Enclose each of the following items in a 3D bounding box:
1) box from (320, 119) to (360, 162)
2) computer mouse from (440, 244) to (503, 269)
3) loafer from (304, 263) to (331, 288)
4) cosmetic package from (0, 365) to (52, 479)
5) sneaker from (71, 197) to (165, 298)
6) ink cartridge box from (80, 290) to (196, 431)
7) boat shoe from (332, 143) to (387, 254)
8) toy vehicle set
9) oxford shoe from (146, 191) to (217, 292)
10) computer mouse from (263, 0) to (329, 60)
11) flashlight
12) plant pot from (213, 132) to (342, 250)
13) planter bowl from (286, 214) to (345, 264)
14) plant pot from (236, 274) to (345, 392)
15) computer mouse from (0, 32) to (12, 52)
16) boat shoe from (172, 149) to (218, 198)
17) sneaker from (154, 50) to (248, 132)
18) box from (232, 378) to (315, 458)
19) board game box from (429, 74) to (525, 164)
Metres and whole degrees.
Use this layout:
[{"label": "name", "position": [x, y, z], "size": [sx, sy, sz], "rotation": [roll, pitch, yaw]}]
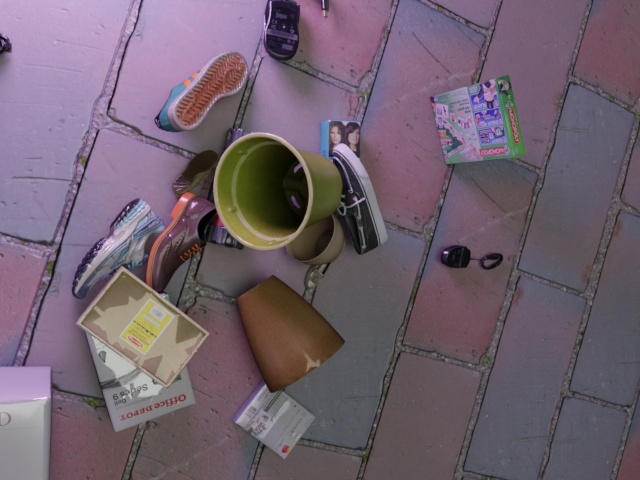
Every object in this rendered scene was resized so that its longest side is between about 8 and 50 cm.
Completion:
[{"label": "box", "position": [0.055, -0.210, 1.841], "size": [0.101, 0.060, 0.244], "rotation": [-1, 94, -22]}, {"label": "computer mouse", "position": [0.466, 0.053, 2.042], "size": [0.242, 0.041, 0.071], "rotation": [6, 99, -29]}, {"label": "loafer", "position": [-0.001, 0.081, 1.845], "size": [0.045, 0.039, 0.125], "rotation": [37, 79, -21]}, {"label": "cosmetic package", "position": [-0.755, 0.494, 1.407], "size": [0.330, 0.327, 0.393], "rotation": [2, 91, -22]}, {"label": "sneaker", "position": [-0.488, 0.038, 1.609], "size": [0.122, 0.110, 0.283], "rotation": [42, 78, -22]}, {"label": "ink cartridge box", "position": [-0.448, 0.293, 1.630], "size": [0.211, 0.121, 0.289], "rotation": [-17, 99, -21]}, {"label": "boat shoe", "position": [0.081, -0.104, 1.766], "size": [0.105, 0.113, 0.306], "rotation": [-29, 118, -16]}, {"label": "toy vehicle set", "position": [-0.415, 0.206, 1.554], "size": [0.267, 0.035, 0.166], "rotation": [42, 76, -18]}, {"label": "oxford shoe", "position": [-0.347, 0.014, 1.644], "size": [0.098, 0.097, 0.271], "rotation": [21, 83, 13]}, {"label": "computer mouse", "position": [-0.068, -0.594, 1.772], "size": [0.184, 0.060, 0.262], "rotation": [2, 81, -18]}, {"label": "flashlight", "position": [-0.214, -0.132, 1.716], "size": [0.103, 0.103, 0.304], "rotation": [19, 85, -48]}, {"label": "plant pot", "position": [-0.078, -0.126, 1.636], "size": [0.254, 0.276, 0.276], "rotation": [-14, 100, -59]}, {"label": "planter bowl", "position": [0.000, 0.000, 1.792], "size": [0.109, 0.162, 0.162], "rotation": [33, 79, -48]}, {"label": "plant pot", "position": [-0.104, 0.228, 1.733], "size": [0.237, 0.237, 0.254], "rotation": [-34, 89, -17]}, {"label": "computer mouse", "position": [-0.797, -0.340, 1.487], "size": [0.189, 0.072, 0.272], "rotation": [-1, 81, -20]}, {"label": "boat shoe", "position": [-0.322, -0.171, 1.702], "size": [0.056, 0.048, 0.153], "rotation": [35, 72, 5]}, {"label": "sneaker", "position": [-0.306, -0.379, 1.665], "size": [0.302, 0.121, 0.108], "rotation": [-51, 127, -34]}, {"label": "box", "position": [-0.127, 0.490, 1.819], "size": [0.186, 0.038, 0.145], "rotation": [42, 78, -18]}, {"label": "board game box", "position": [0.433, -0.328, 1.850], "size": [0.046, 0.317, 0.213], "rotation": [-20, 101, -21]}]
